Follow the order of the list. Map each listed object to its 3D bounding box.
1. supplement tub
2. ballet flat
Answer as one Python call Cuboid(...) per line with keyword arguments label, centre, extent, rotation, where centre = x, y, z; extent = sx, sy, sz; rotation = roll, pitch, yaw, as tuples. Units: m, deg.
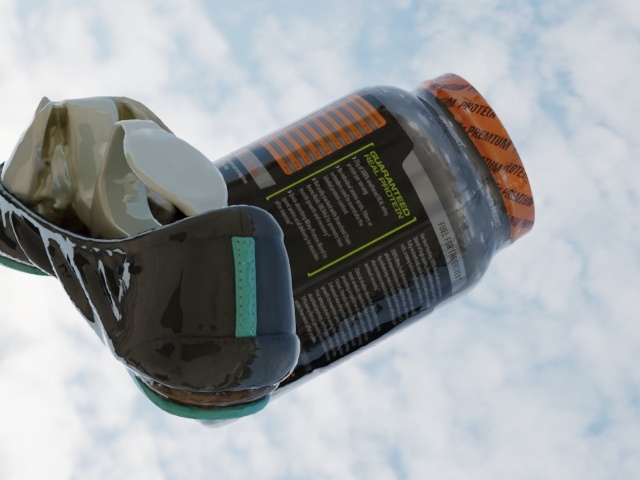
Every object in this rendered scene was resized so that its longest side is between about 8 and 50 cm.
Cuboid(label="supplement tub", centre=(0.000, 0.000, 0.944), extent=(0.316, 0.193, 0.193), rotation=(-27, -99, -8))
Cuboid(label="ballet flat", centre=(-0.090, -0.013, 0.539), extent=(0.280, 0.095, 0.096), rotation=(26, -65, 52))
